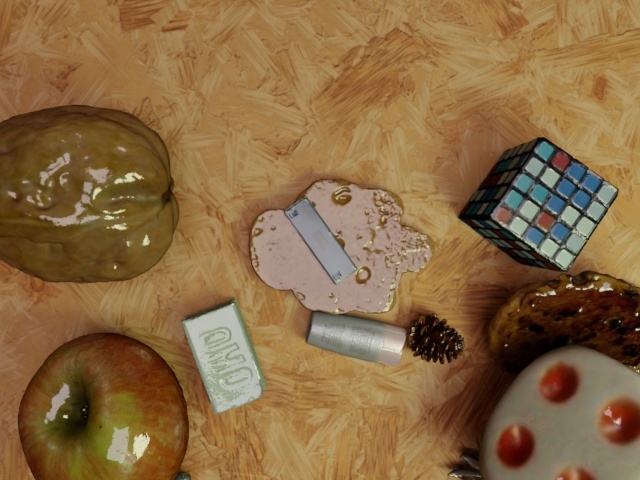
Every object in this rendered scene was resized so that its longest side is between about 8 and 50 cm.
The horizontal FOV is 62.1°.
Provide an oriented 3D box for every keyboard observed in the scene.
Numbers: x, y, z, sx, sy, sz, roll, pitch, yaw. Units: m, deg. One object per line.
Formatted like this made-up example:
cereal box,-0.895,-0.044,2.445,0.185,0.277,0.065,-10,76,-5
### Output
keyboard,0.000,0.000,1.038,0.055,0.014,0.176,-36,92,-5

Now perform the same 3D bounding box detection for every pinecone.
pinecone,0.235,0.199,1.072,0.109,0.102,0.102,11,92,25

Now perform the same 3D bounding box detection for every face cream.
face cream,0.072,0.196,1.080,0.198,0.057,0.084,14,92,-7

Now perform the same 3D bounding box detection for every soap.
soap,-0.189,0.228,1.057,0.114,0.063,0.199,-20,94,-5

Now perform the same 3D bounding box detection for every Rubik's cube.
Rubik's cube,0.411,-0.066,1.031,0.184,0.187,0.182,34,90,-2

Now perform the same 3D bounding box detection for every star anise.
star anise,0.356,0.480,1.109,0.182,0.065,0.195,-16,105,-1

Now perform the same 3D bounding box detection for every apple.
apple,-0.377,0.328,0.971,0.277,0.250,0.310,-11,72,11

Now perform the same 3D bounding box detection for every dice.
dice,0.487,0.391,0.935,0.304,0.277,0.304,-51,127,-4

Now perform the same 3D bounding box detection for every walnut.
walnut,-0.426,-0.077,0.921,0.343,0.306,0.306,-1,92,3

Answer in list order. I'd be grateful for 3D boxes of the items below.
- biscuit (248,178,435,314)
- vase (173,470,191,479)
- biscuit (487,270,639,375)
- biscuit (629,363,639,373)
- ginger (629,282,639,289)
biscuit,0.044,0.012,1.072,0.375,0.051,0.270,2,90,-4
vase,-0.316,0.561,1.064,0.059,0.060,0.211,27,88,-5
biscuit,0.498,0.172,1.049,0.333,0.081,0.289,17,125,-13
biscuit,0.693,0.299,1.145,0.187,0.027,0.188,0,92,-3
ginger,0.721,0.141,1.120,0.165,0.067,0.096,38,111,-5
